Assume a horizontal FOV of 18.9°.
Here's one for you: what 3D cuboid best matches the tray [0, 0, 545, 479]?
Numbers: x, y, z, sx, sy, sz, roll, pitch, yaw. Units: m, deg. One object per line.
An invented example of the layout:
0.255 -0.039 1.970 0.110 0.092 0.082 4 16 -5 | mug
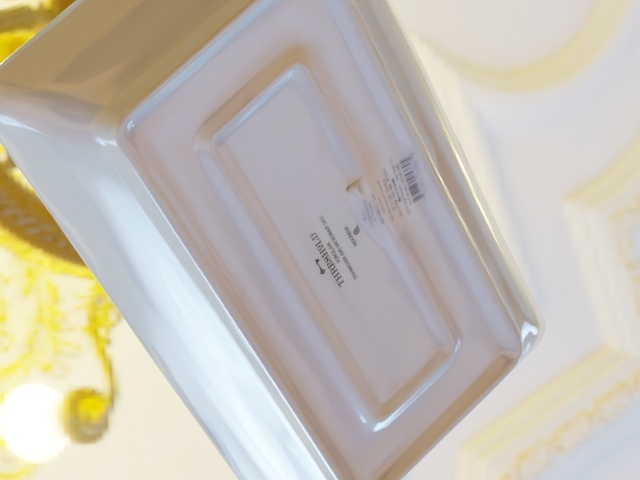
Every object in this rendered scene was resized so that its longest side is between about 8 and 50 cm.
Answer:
0.000 0.000 0.691 0.145 0.030 0.270 -43 -47 -15 | tray
